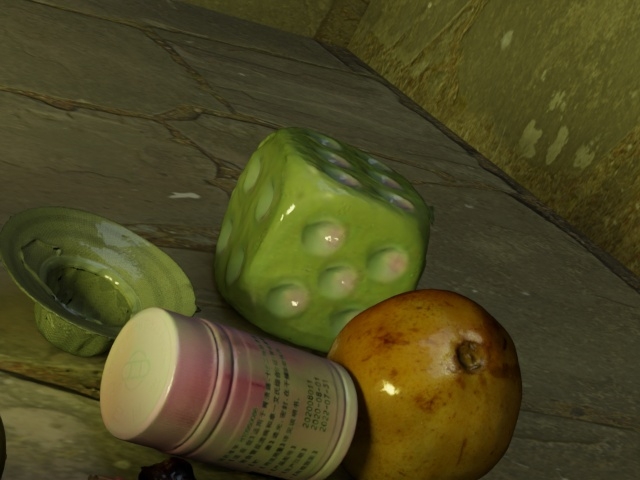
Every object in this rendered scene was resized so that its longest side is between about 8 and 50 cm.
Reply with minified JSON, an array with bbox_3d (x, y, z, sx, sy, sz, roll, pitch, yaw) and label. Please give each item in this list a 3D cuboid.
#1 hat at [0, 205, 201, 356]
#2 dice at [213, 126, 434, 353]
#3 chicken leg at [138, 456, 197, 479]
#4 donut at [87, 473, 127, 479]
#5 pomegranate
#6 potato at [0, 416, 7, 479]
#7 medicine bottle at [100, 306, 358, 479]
[{"bbox_3d":[-0.280,0.076,1.533,0.252,0.110,0.252,25,26,-13],"label":"hat"},{"bbox_3d":[0.000,0.000,1.889,0.254,0.249,0.252,21,21,-22],"label":"dice"},{"bbox_3d":[-0.060,0.321,1.214,0.158,0.096,0.407,44,-7,-32],"label":"chicken leg"},{"bbox_3d":[-0.178,0.286,1.207,0.117,0.065,0.166,19,23,-23],"label":"donut"},{"bbox_3d":[0.120,0.195,1.583,0.264,0.264,0.264,25,20,-9],"label":"pomegranate"},{"bbox_3d":[-0.345,0.212,1.004,0.141,0.192,0.296,56,15,-30],"label":"potato"},{"bbox_3d":[-0.100,0.175,1.425,0.254,0.152,0.152,22,19,-35],"label":"medicine bottle"}]
